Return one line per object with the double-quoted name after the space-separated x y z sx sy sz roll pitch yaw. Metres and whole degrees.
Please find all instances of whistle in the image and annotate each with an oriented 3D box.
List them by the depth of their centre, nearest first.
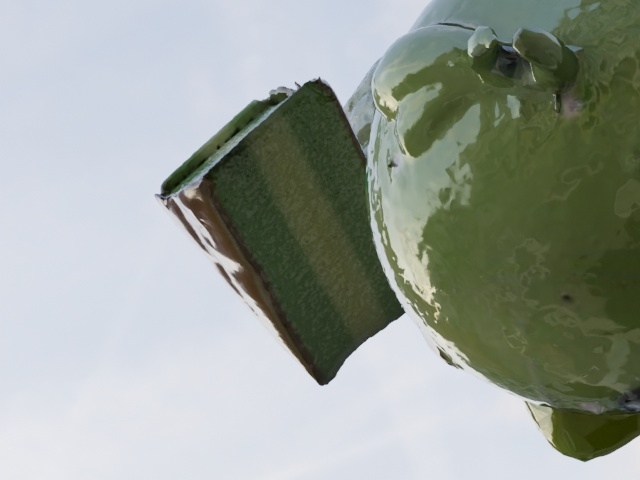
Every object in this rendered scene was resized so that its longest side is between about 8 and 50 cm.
0.103 0.015 0.519 0.141 0.141 0.294 -32 -40 5 "whistle"

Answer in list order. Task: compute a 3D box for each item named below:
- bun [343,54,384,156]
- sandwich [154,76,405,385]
0.086 -0.019 1.086 0.126 0.212 0.204 -37 -28 4 "bun"
0.000 0.000 0.717 0.074 0.074 0.116 -44 -77 -17 "sandwich"
